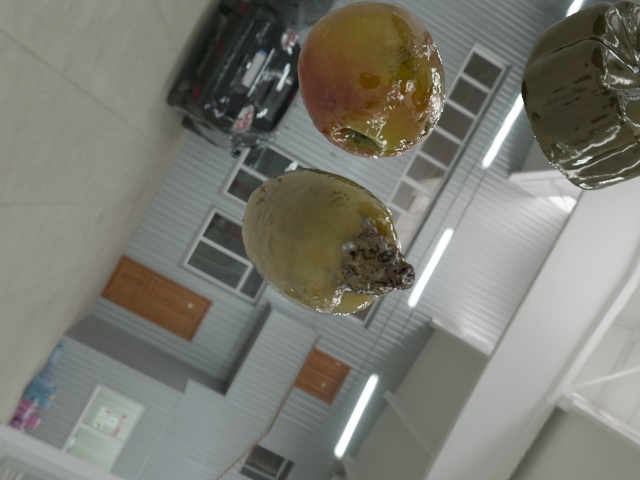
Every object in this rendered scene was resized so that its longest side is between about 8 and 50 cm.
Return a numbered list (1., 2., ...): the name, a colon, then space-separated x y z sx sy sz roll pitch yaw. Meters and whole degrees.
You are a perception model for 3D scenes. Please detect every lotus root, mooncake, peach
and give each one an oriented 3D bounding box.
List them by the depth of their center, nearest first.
1. lotus root: 0.000 0.000 0.775 0.169 0.151 0.342 -57 -154 -1
2. mooncake: 0.602 -0.300 1.279 0.200 0.378 0.378 -19 -140 53
3. peach: 0.124 -0.374 1.415 0.290 0.372 0.373 85 28 -65
